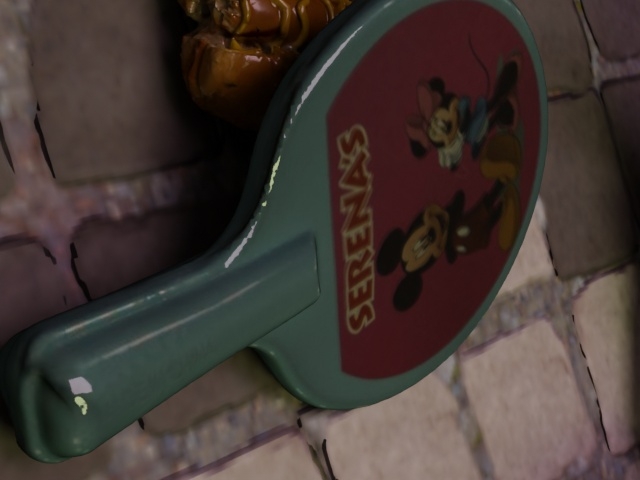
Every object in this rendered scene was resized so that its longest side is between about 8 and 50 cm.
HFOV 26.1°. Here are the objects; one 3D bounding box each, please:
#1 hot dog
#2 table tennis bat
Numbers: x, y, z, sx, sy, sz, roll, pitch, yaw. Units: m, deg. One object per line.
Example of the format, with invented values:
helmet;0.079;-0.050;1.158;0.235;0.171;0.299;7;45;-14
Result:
hot dog;0.016;-0.068;0.499;0.165;0.045;0.071;4;76;-46
table tennis bat;0.000;0.000;0.448;0.244;0.040;0.152;-29;127;-40
